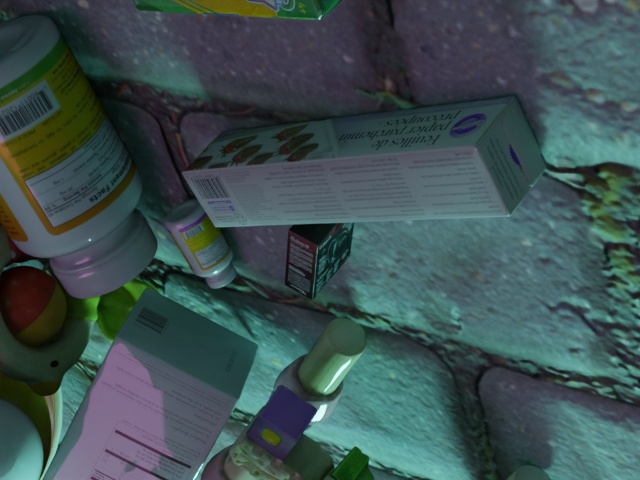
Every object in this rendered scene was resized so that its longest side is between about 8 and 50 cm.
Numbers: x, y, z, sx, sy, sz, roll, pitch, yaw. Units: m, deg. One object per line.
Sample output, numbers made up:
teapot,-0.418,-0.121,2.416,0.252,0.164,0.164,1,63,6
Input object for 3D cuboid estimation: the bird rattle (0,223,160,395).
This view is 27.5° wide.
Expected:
bird rattle,-0.285,0.037,1.325,0.143,0.207,0.253,-6,135,26

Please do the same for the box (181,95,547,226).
box,0.022,-0.056,1.026,0.324,0.063,0.067,-2,128,46

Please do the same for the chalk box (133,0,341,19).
chalk box,-0.028,-0.228,0.825,0.213,0.132,0.132,10,135,38

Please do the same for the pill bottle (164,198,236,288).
pill bottle,-0.111,0.004,1.241,0.043,0.043,0.083,2,130,43

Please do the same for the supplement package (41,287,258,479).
supplement package,-0.182,0.198,1.319,0.134,0.139,0.244,28,108,-4

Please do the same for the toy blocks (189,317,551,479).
toy blocks,-0.002,0.291,1.212,0.288,0.309,0.260,39,140,5

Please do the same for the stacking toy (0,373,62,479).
stacking toy,-0.405,0.202,1.391,0.350,0.350,0.480,51,160,-14

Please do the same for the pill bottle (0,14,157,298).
pill bottle,-0.250,-0.071,1.210,0.136,0.136,0.246,4,131,42

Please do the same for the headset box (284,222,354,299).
headset box,0.000,0.000,1.110,0.032,0.062,0.083,27,144,19
